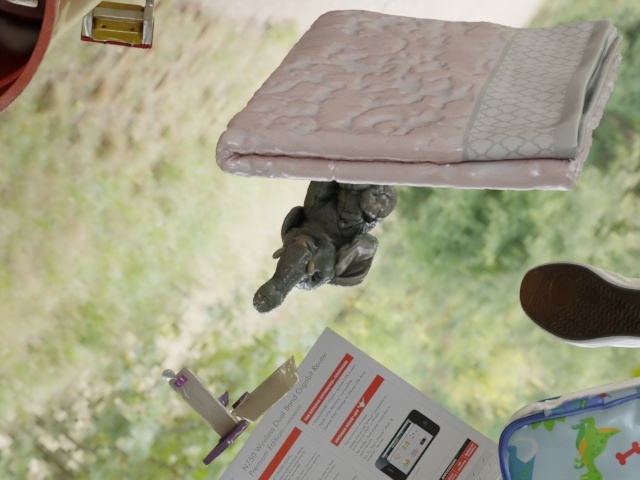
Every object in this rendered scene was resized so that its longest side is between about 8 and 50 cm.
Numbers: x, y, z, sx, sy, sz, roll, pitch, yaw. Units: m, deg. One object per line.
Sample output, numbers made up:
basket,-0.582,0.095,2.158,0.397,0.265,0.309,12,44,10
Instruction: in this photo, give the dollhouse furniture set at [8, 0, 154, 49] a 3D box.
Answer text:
dollhouse furniture set,-0.422,-0.361,2.152,0.152,0.374,0.201,108,-14,-53

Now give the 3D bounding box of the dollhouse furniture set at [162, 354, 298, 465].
dollhouse furniture set,-0.070,0.107,1.237,0.114,0.081,0.091,-43,180,30

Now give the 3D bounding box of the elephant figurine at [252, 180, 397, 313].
elephant figurine,0.000,0.000,2.165,0.239,0.186,0.169,-65,-152,5

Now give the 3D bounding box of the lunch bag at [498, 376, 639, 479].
lunch bag,0.260,0.197,1.179,0.218,0.176,0.090,-14,180,10

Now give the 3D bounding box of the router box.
router box,0.039,0.333,1.953,0.335,0.301,0.082,-54,161,-4

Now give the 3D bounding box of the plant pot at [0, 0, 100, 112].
plant pot,-0.297,-0.253,1.261,0.272,0.272,0.265,-60,179,25

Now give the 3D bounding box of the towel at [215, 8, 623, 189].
towel,0.101,-0.138,1.367,0.332,0.316,0.053,-58,147,-59

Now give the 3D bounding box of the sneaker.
sneaker,0.394,0.097,1.937,0.123,0.290,0.106,16,88,-48
